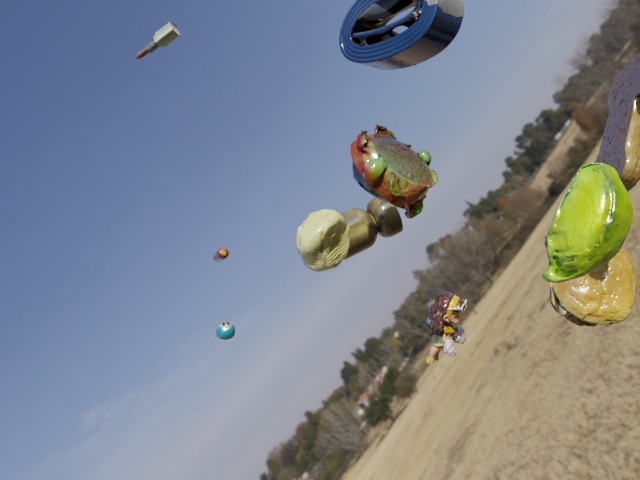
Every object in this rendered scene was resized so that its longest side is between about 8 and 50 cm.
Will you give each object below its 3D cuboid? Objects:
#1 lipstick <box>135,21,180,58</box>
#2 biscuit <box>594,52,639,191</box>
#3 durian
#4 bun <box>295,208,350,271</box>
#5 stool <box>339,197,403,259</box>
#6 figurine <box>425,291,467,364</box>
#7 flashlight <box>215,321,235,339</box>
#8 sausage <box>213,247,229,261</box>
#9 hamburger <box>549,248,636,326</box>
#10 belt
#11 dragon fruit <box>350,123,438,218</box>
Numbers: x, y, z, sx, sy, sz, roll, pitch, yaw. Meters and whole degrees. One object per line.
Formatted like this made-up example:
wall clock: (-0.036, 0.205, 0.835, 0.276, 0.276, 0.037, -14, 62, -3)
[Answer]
lipstick: (-0.338, -0.404, 1.063, 0.107, 0.025, 0.025, -30, -25, 16)
biscuit: (0.873, -0.324, 1.455, 0.368, 0.077, 0.393, -7, -71, -78)
durian: (0.528, -0.028, 1.020, 0.139, 0.101, 0.250, 14, 90, 61)
bun: (0.000, 0.000, 1.823, 0.229, 0.145, 0.229, -19, -67, -54)
stool: (0.175, -0.056, 2.098, 0.264, 0.179, 0.179, -27, -20, -9)
figurine: (0.389, 0.279, 1.627, 0.175, 0.116, 0.239, -24, -60, -58)
flashlight: (-0.271, 0.258, 1.453, 0.051, 0.051, 0.129, -47, 3, -25)
sausage: (-0.346, 0.051, 1.801, 0.041, 0.039, 0.131, -55, 11, -19)
hamburger: (0.888, 0.140, 1.695, 0.144, 0.260, 0.282, 92, -179, -79)
belt: (0.205, -0.574, 1.375, 0.117, 0.347, 0.212, 0, -89, -39)
dragon fruit: (0.193, -0.192, 1.407, 0.295, 0.268, 0.130, -5, -35, -45)
